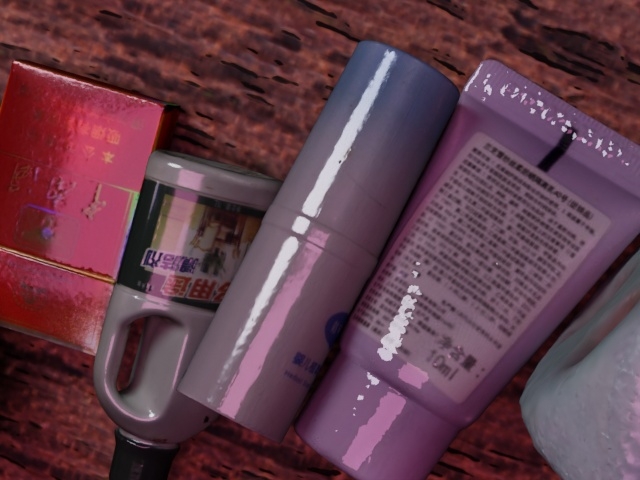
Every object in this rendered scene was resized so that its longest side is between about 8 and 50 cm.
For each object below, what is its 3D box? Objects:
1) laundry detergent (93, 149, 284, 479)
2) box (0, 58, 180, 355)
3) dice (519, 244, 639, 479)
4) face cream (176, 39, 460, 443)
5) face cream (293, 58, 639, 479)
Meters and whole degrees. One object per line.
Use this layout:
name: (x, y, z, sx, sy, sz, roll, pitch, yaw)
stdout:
laundry detergent: (-0.094, 0.058, 1.045, 0.099, 0.070, 0.225, 11, 99, -37)
box: (-0.172, -0.023, 1.066, 0.112, 0.048, 0.175, 16, 96, 6)
dice: (0.292, 0.090, 0.903, 0.264, 0.262, 0.268, 45, 98, 2)
face cream: (0.000, 0.000, 1.004, 0.077, 0.077, 0.250, 26, 85, 5)
face cream: (0.092, 0.031, 1.018, 0.154, 0.096, 0.274, 34, 90, 22)
